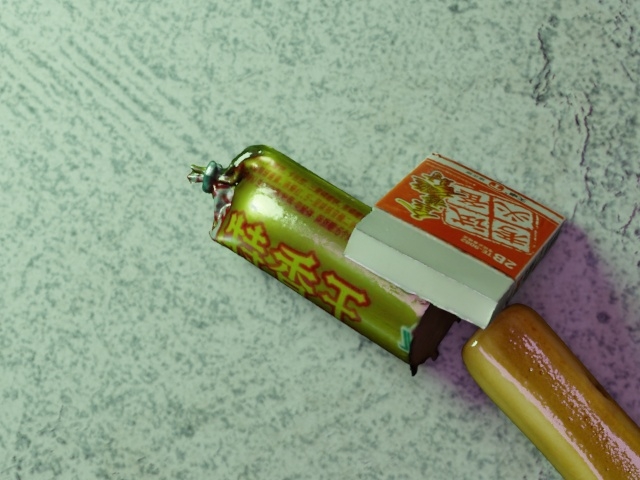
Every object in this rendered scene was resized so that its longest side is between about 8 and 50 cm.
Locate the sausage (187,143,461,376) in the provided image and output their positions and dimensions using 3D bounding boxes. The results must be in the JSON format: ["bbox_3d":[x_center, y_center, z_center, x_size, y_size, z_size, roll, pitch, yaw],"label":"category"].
[{"bbox_3d":[0.001,-0.002,1.716,0.317,0.117,0.125,32,122,13],"label":"sausage"}]

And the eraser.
[{"bbox_3d":[0.135,-0.005,1.654,0.157,0.230,0.038,28,120,12],"label":"eraser"}]

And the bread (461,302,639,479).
[{"bbox_3d":[0.241,0.174,1.670,0.092,0.074,0.239,-37,77,-15],"label":"bread"}]
